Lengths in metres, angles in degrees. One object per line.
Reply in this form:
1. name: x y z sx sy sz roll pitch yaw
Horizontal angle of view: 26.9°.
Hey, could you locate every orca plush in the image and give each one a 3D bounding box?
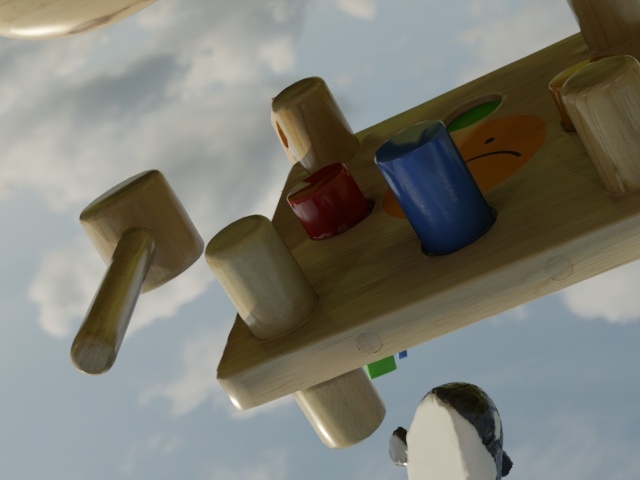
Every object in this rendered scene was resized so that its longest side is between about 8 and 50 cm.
1. orca plush: 0.152 0.241 1.233 0.102 0.287 0.151 -23 -159 -29

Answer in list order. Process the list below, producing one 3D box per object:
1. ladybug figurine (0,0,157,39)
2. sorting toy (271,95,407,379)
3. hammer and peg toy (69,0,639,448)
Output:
1. ladybug figurine: -0.248 -0.368 1.359 0.449 0.305 0.162 -12 -169 29
2. sorting toy: 0.000 0.000 1.457 0.047 0.196 0.348 -21 -121 -10
3. hammer and peg toy: 0.032 -0.005 0.707 0.361 0.127 0.266 -23 -158 18
